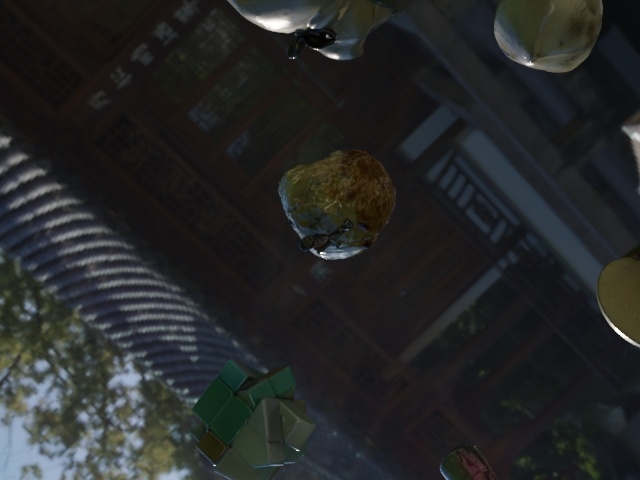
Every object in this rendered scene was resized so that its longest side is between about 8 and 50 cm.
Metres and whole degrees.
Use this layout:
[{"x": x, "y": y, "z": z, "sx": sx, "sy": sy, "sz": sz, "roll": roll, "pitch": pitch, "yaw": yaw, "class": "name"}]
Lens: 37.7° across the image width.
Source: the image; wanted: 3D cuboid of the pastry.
[{"x": 0.046, "y": -0.059, "z": 2.024, "sx": 0.170, "sy": 0.236, "sz": 0.256, "roll": -90, "pitch": -26, "yaw": -49, "class": "pastry"}]

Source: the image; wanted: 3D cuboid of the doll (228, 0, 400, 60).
[{"x": -0.016, "y": -0.404, "z": 1.445, "sx": 0.349, "sy": 0.247, "sz": 0.247, "roll": -5, "pitch": -134, "yaw": -49, "class": "doll"}]

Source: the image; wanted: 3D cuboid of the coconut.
[{"x": 0.439, "y": -0.421, "z": 1.796, "sx": 0.224, "sy": 0.224, "sz": 0.224, "roll": 45, "pitch": -174, "yaw": -6, "class": "coconut"}]

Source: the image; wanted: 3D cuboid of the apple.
[{"x": 0.761, "y": 0.098, "z": 2.002, "sx": 0.258, "sy": 0.295, "sz": 0.233, "roll": 49, "pitch": -151, "yaw": 21, "class": "apple"}]

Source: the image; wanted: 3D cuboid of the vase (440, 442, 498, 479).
[{"x": 0.319, "y": 0.489, "z": 1.771, "sx": 0.086, "sy": 0.086, "sz": 0.214, "roll": 39, "pitch": -171, "yaw": -49, "class": "vase"}]

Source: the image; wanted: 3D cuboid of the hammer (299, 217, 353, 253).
[{"x": 0.000, "y": 0.000, "z": 1.554, "sx": 0.021, "sy": 0.078, "sz": 0.201, "roll": 51, "pitch": -165, "yaw": 6, "class": "hammer"}]

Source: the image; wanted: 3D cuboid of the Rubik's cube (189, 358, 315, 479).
[{"x": -0.120, "y": 0.375, "z": 1.898, "sx": 0.213, "sy": 0.265, "sz": 0.224, "roll": 36, "pitch": 180, "yaw": 29, "class": "Rubik's cube"}]
